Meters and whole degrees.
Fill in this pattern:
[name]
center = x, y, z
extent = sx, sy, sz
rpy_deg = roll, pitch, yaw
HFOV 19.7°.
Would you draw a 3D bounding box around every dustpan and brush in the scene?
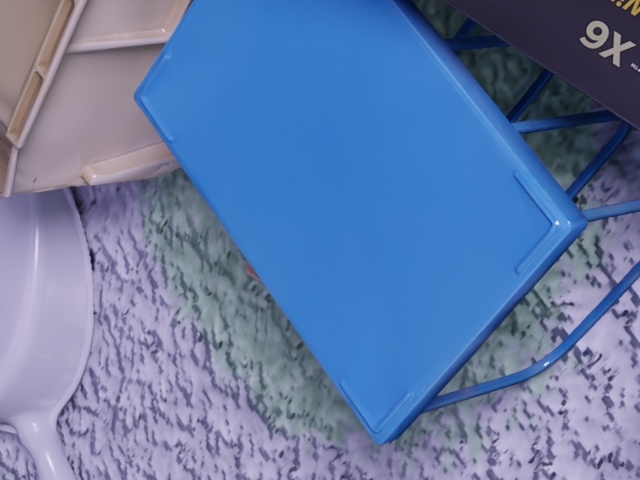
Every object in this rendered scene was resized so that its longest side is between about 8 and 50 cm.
[dustpan and brush]
center = -0.156, 0.066, 0.913
extent = 0.147, 0.060, 0.211
rpy_deg = -24, 74, 29

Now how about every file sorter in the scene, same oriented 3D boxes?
[file sorter]
center = 0.036, -0.036, 0.677
extent = 0.170, 0.104, 0.118
rpy_deg = 54, 127, 22

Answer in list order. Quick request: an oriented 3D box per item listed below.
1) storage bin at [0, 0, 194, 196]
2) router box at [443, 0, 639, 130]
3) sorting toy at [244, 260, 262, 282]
[storage bin]
center = -0.118, -0.197, 0.781
extent = 0.262, 0.123, 0.260
rpy_deg = 47, 125, 26
[router box]
center = 0.086, -0.186, 0.533
extent = 0.308, 0.081, 0.243
rpy_deg = 33, 123, 2
[sorting toy]
center = 0.000, 0.000, 0.779
extent = 0.083, 0.012, 0.062
rpy_deg = 27, 114, 37
